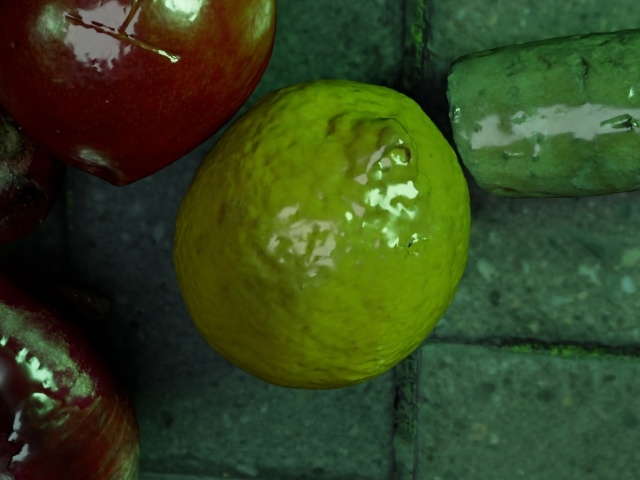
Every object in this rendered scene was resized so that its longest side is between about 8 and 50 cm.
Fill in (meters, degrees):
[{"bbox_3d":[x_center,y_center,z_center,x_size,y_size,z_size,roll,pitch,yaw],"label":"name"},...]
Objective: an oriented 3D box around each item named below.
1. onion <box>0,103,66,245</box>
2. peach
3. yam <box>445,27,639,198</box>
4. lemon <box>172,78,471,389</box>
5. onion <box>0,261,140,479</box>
[{"bbox_3d":[-0.235,-0.057,1.018,0.131,0.131,0.131,3,111,8],"label":"onion"},{"bbox_3d":[-0.123,-0.132,0.930,0.197,0.197,0.197,3,111,8],"label":"peach"},{"bbox_3d":[0.182,-0.081,0.956,0.194,0.107,0.107,-5,109,11],"label":"yam"},{"bbox_3d":[0.000,0.000,0.961,0.188,0.188,0.257,29,139,-3],"label":"lemon"},{"bbox_3d":[-0.233,0.100,1.059,0.272,0.195,0.272,22,137,22],"label":"onion"}]
